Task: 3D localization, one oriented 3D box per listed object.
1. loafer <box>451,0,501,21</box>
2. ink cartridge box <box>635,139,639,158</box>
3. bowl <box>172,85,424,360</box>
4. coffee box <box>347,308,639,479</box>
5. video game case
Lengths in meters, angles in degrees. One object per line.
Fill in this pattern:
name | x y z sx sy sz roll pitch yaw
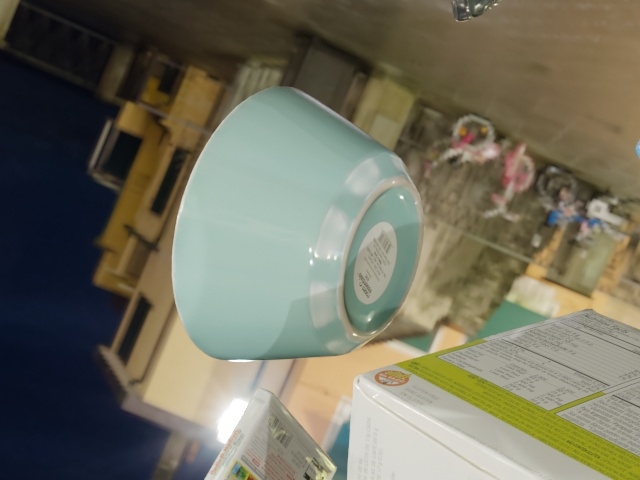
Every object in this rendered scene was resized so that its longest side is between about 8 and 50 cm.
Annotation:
loafer | 0.275 -0.430 1.958 0.078 0.076 0.223 -1 -154 22
ink cartridge box | 0.488 -0.071 1.240 0.171 0.168 0.232 -5 -126 -17
bowl | 0.000 0.000 1.229 0.163 0.311 0.311 15 178 30
coffee box | 0.252 0.294 1.026 0.334 0.337 0.338 -11 -158 -38
video game case | -0.071 0.297 1.264 0.026 0.206 0.227 19 157 29
